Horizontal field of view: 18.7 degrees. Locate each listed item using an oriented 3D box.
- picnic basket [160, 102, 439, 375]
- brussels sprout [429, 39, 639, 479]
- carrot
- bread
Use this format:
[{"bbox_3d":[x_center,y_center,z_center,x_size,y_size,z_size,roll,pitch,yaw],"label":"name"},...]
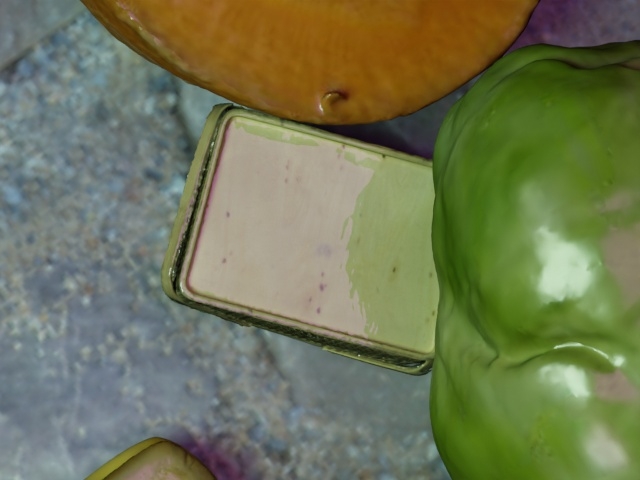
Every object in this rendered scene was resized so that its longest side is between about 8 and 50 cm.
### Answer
[{"bbox_3d":[0.000,0.000,1.081,0.164,0.079,0.115,17,84,-8],"label":"picnic basket"},{"bbox_3d":[0.170,0.045,0.993,0.243,0.316,0.273,-24,66,11],"label":"brussels sprout"},{"bbox_3d":[-0.017,-0.194,1.035,0.307,0.100,0.258,17,85,-32],"label":"carrot"},{"bbox_3d":[-0.106,0.162,1.060,0.115,0.056,0.082,-42,94,-17],"label":"bread"}]
